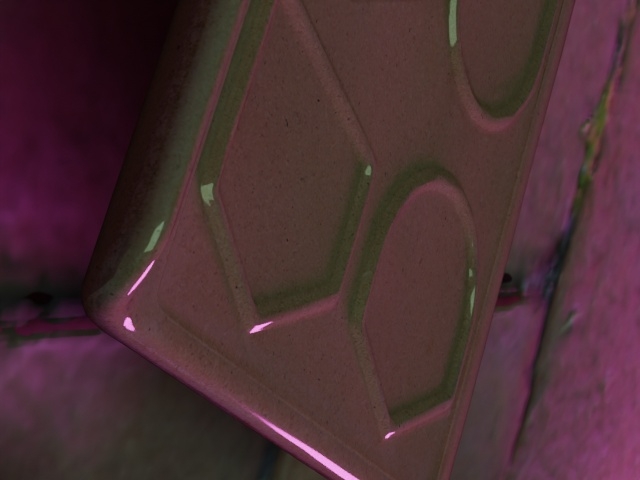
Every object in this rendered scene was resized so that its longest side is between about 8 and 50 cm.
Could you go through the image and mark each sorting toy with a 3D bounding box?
[{"bbox_3d":[0.000,0.000,0.470,0.229,0.041,0.307,47,56,-59],"label":"sorting toy"}]
